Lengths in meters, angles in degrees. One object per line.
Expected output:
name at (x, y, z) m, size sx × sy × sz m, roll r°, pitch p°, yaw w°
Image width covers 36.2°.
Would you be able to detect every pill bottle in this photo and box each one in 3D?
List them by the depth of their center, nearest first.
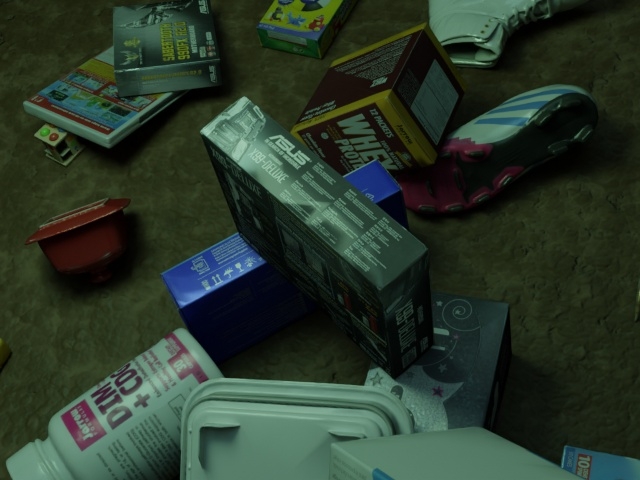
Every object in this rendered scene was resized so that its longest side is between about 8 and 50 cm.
pill bottle at (-0.251, 0.257, 1.282) m, size 0.283 × 0.160 × 0.160 m, roll -35°, pitch 55°, yaw -14°

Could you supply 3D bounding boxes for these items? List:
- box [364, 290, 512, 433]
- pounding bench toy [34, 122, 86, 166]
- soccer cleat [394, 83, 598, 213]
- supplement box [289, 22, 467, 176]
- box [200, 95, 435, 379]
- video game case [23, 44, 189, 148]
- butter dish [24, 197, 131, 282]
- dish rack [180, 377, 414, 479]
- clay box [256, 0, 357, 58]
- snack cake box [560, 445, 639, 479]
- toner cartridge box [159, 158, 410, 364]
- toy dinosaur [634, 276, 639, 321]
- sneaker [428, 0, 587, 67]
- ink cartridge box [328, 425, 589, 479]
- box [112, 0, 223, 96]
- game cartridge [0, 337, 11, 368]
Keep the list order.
box at (0.143, 0.201, 1.251) m, size 0.163 × 0.142 × 0.247 m, roll 9°, pitch 57°, yaw 17°
pounding bench toy at (-0.465, -0.180, 1.703) m, size 0.083 × 0.065 × 0.052 m, roll 26°, pitch 64°, yaw 27°
soccer cleat at (0.265, -0.141, 1.511) m, size 0.331 × 0.116 × 0.143 m, roll -24°, pitch 20°, yaw 5°
supplement box at (0.091, -0.200, 1.497) m, size 0.191 × 0.129 × 0.194 m, roll -15°, pitch 35°, yaw 39°
box at (0.000, 0.000, 1.172) m, size 0.076 × 0.242 × 0.307 m, roll -40°, pitch 62°, yaw -15°
video game case at (-0.349, -0.274, 1.730) m, size 0.204 × 0.025 × 0.285 m, roll 24°, pitch 48°, yaw 26°
butter dish at (-0.359, 0.009, 1.521) m, size 0.160 × 0.118 × 0.160 m, roll -20°, pitch 9°, yaw -3°
dish rack at (-0.040, 0.334, 1.133) m, size 0.286 × 0.072 × 0.332 m, roll 1°, pitch 90°, yaw 12°
clay box at (-0.011, -0.438, 1.803) m, size 0.127 × 0.053 × 0.222 m, roll 16°, pitch 60°, yaw 21°
snack cake box at (0.334, 0.383, 1.113) m, size 0.152 × 0.089 × 0.264 m, roll 7°, pitch 57°, yaw 18°
toner cartridge box at (-0.040, 0.035, 1.397) m, size 0.348 × 0.165 × 0.075 m, roll -28°, pitch 54°, yaw -10°
toy dinosaur at (0.495, 0.009, 1.366) m, size 0.211 × 0.064 × 0.112 m, roll -27°, pitch 55°, yaw -8°
sneaker at (0.327, -0.370, 1.658) m, size 0.293 × 0.108 × 0.169 m, roll -7°, pitch 54°, yaw 19°
ink cartridge box at (0.131, 0.354, 0.996) m, size 0.197 × 0.270 × 0.198 m, roll 0°, pitch 6°, yaw -26°
box at (-0.276, -0.351, 1.751) m, size 0.183 × 0.056 × 0.231 m, roll -7°, pitch 42°, yaw -6°
game cartridge at (-0.651, 0.261, 1.438) m, size 0.285 × 0.052 × 0.323 m, roll 10°, pitch 55°, yaw 19°
